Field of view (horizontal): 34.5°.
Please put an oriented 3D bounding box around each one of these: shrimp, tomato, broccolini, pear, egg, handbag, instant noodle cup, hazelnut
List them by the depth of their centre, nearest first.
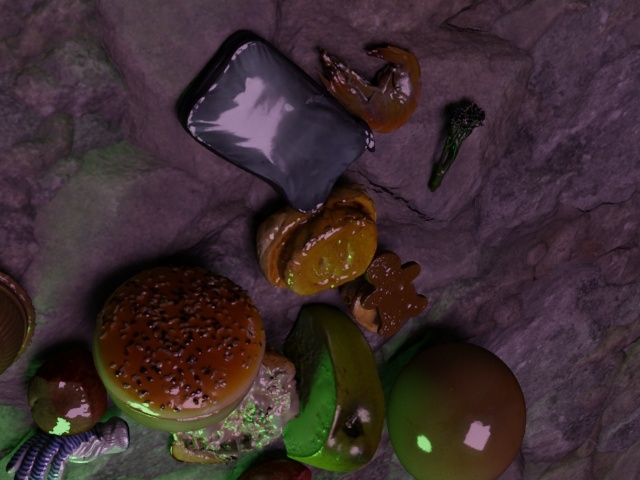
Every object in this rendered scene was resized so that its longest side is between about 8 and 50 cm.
[{"bbox_3d":[-0.573,0.161,1.592,0.273,0.091,0.274,-12,130,-15],"label":"instant noodle cup"},{"bbox_3d":[-0.062,-0.180,1.668,0.332,0.075,0.192,34,96,-35],"label":"handbag"},{"bbox_3d":[0.087,-0.266,1.733,0.248,0.068,0.150,17,102,-47],"label":"shrimp"},{"bbox_3d":[-0.428,0.262,1.778,0.143,0.143,0.154,-6,112,-30],"label":"hazelnut"},{"bbox_3d":[0.239,-0.176,1.932,0.073,0.058,0.201,8,137,-22],"label":"broccolini"},{"bbox_3d":[0.035,0.313,2.022,0.176,0.282,0.287,8,120,-32],"label":"pear"},{"bbox_3d":[-0.225,0.406,2.107,0.178,0.034,0.124,18,107,-37],"label":"shrimp"},{"bbox_3d":[-0.129,0.570,2.231,0.233,0.139,0.200,-52,158,-39],"label":"tomato"},{"bbox_3d":[0.295,0.392,2.245,0.301,0.301,0.374,-23,135,-17],"label":"egg"}]

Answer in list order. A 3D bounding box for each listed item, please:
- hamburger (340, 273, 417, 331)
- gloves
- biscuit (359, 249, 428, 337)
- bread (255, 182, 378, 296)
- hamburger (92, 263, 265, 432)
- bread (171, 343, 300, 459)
[{"bbox_3d":[0.117,0.107,2.049,0.138,0.083,0.147,-38,136,5],"label":"hamburger"},{"bbox_3d":[-0.460,0.380,1.881,0.229,0.097,0.119,-21,180,-29],"label":"gloves"},{"bbox_3d":[0.135,0.090,1.970,0.138,0.031,0.205,-37,135,-8],"label":"biscuit"},{"bbox_3d":[0.000,0.002,1.850,0.236,0.120,0.198,-21,142,-16],"label":"bread"},{"bbox_3d":[-0.236,0.172,1.724,0.300,0.300,0.176,-14,147,-24],"label":"hamburger"},{"bbox_3d":[-0.173,0.284,1.941,0.274,0.149,0.274,-13,132,-15],"label":"bread"}]
